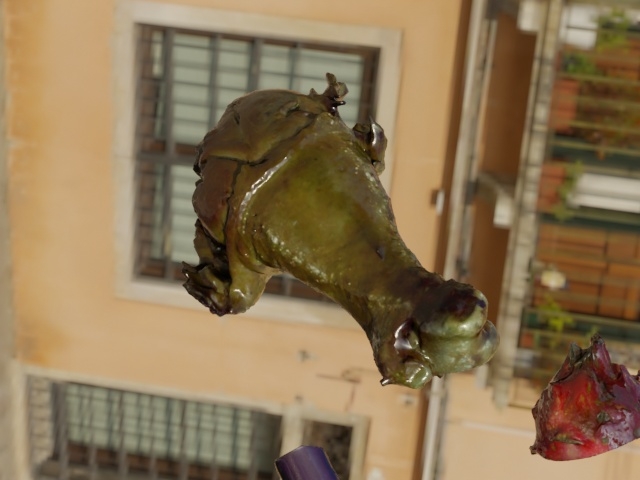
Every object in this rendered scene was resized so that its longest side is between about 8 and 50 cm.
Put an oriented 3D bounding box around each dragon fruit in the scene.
[{"bbox_3d":[0.287,0.167,1.496,0.153,0.153,0.111,-33,101,-79],"label":"dragon fruit"}]

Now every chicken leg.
[{"bbox_3d":[-0.016,-0.001,1.131,0.140,0.211,0.361,41,16,-43],"label":"chicken leg"}]

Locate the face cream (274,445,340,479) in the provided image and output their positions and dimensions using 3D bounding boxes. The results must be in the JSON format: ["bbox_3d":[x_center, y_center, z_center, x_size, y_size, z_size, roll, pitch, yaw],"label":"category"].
[{"bbox_3d":[0.045,0.242,0.765,0.273,0.078,0.078,64,2,13],"label":"face cream"}]
